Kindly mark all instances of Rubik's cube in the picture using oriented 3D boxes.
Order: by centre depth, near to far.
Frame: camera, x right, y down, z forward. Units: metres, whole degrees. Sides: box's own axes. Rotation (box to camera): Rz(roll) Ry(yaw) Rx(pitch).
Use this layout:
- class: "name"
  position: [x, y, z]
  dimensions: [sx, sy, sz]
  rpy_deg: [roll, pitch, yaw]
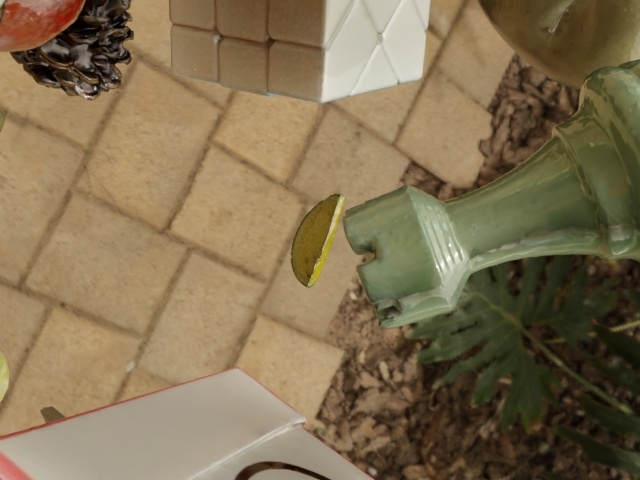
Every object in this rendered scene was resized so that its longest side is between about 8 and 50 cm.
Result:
- class: "Rubik's cube"
  position: [-0.027, -0.416, 1.280]
  dimensions: [0.321, 0.315, 0.319]
  rpy_deg: [-27, 127, -51]

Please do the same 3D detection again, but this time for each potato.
- class: "potato"
  position: [0.306, -0.334, 0.979]
  dimensions: [0.221, 0.326, 0.243]
  rpy_deg: [-37, 157, -8]

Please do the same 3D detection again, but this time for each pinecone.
- class: "pinecone"
  position: [-0.460, -0.390, 1.474]
  dimensions: [0.243, 0.243, 0.257]
  rpy_deg: [-20, 147, -27]

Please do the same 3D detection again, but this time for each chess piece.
- class: "chess piece"
  position: [0.178, -0.023, 0.713]
  dimensions: [0.298, 0.195, 0.195]
  rpy_deg: [-20, 117, 10]

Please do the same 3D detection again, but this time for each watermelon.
- class: "watermelon"
  position: [0.005, 0.002, 1.516]
  dimensions: [0.075, 0.092, 0.182]
  rpy_deg: [21, 87, -38]

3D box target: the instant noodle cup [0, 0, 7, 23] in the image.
- class: "instant noodle cup"
  position: [-0.291, -0.119, 0.452]
  dimensions: [0.230, 0.182, 0.230]
  rpy_deg: [22, 50, -28]

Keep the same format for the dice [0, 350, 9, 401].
- class: "dice"
  position: [-0.641, 0.238, 1.326]
  dimensions: [0.166, 0.169, 0.169]
  rpy_deg: [-55, 167, 18]

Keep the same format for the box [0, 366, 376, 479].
- class: "box"
  position: [-0.076, 0.302, 0.505]
  dimensions: [0.312, 0.300, 0.314]
  rpy_deg: [-59, 163, 8]

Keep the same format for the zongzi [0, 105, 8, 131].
- class: "zongzi"
  position: [-0.677, -0.195, 1.424]
  dimensions: [0.188, 0.081, 0.178]
  rpy_deg: [25, 115, -22]

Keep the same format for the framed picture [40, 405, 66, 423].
- class: "framed picture"
  position: [-0.190, 0.321, 0.833]
  dimensions: [0.016, 0.213, 0.289]
  rpy_deg: [-32, 119, -32]

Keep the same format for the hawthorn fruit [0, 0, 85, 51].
- class: "hawthorn fruit"
  position: [-0.354, -0.316, 0.792]
  dimensions: [0.284, 0.284, 0.285]
  rpy_deg: [-9, 107, -30]
